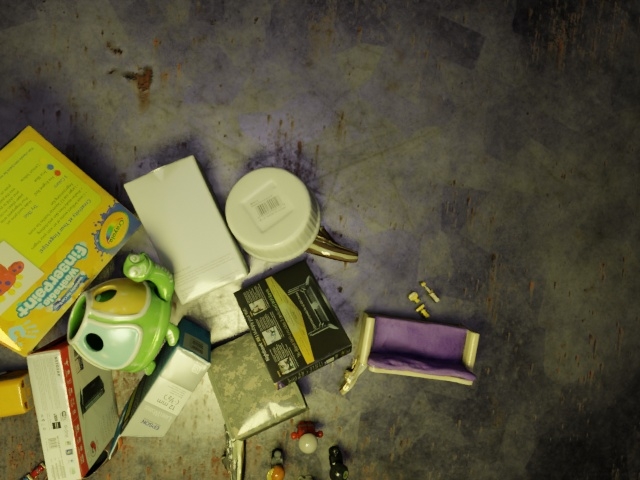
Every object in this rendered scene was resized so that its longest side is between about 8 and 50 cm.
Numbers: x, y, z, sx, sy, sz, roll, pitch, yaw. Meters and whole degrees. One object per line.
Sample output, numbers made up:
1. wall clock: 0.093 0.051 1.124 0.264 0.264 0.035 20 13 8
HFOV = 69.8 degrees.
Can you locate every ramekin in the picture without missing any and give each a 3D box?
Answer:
1. ramekin: -0.142 -0.082 1.348 0.277 0.135 0.277 -1 78 6

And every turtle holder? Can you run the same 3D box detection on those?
1. turtle holder: -0.511 0.206 1.211 0.227 0.320 0.243 21 47 -39

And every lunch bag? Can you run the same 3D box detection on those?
1. lunch bag: -0.198 0.421 1.385 0.235 0.169 0.287 -24 69 -7

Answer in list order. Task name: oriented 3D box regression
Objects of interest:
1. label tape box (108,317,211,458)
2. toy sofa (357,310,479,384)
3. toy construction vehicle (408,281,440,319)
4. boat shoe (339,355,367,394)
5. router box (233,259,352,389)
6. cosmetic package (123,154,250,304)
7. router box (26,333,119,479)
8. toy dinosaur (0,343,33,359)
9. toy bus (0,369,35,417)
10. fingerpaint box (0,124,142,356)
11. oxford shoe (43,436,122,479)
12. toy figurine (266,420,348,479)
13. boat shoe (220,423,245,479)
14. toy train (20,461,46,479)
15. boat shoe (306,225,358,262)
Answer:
1. label tape box: -0.451 0.425 1.318 0.115 0.249 0.347 32 90 -16
2. toy sofa: 0.306 0.330 1.435 0.363 0.177 0.150 9 92 -6
3. toy construction vehicle: 0.342 0.195 1.507 0.086 0.035 0.098 -43 93 8
4. boat shoe: 0.099 0.433 1.484 0.045 0.050 0.135 39 78 -3
5. router box: -0.085 0.240 1.349 0.243 0.081 0.308 -24 62 -12
6. cosmetic package: -0.384 -0.032 1.358 0.217 0.156 0.384 -23 94 -5
7. router box: -0.669 0.429 1.273 0.082 0.301 0.335 -8 94 -6
8. toy dinosaur: -0.890 0.196 1.338 0.127 0.200 0.295 8 65 -39
9. toy bus: -1.002 0.459 1.324 0.333 0.130 0.108 -8 93 -6
10. fingerpaint box: -0.763 0.001 1.174 0.371 0.163 0.444 48 63 -32
11. oxford shoe: -0.733 0.684 1.378 0.271 0.098 0.097 -39 96 -3
12. toy figurine: -0.042 0.702 1.428 0.209 0.148 0.213 -43 96 -3
13. boat shoe: -0.275 0.679 1.441 0.074 0.080 0.223 2 87 -1
14. toy train: -0.859 0.702 1.397 0.158 0.036 0.027 -40 96 -3
15. boat shoe: 0.001 -0.001 1.431 0.258 0.095 0.095 15 85 -6
